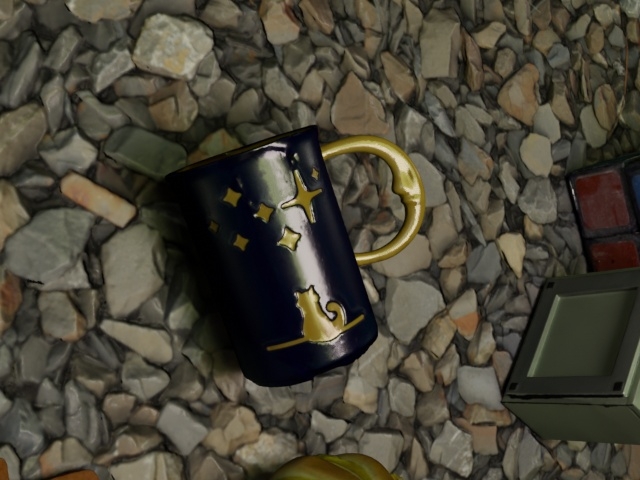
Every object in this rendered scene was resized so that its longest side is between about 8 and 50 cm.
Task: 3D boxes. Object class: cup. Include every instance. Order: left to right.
[{"bbox_3d":[-0.008,0.006,1.015,0.178,0.255,0.256,-51,123,-74],"label":"cup"}]

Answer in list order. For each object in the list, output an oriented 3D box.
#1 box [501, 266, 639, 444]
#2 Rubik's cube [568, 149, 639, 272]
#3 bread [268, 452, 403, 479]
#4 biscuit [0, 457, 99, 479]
[{"bbox_3d":[0.404,0.162,1.311,0.117,0.225,0.225,41,61,-25],"label":"box"},{"bbox_3d":[0.658,-0.006,1.447,0.363,0.359,0.362,-18,96,-38],"label":"Rubik's cube"},{"bbox_3d":[0.045,0.384,0.984,0.333,0.160,0.333,39,32,-30],"label":"bread"},{"bbox_3d":[-0.334,0.312,0.830,0.306,0.043,0.283,32,59,-26],"label":"biscuit"}]
